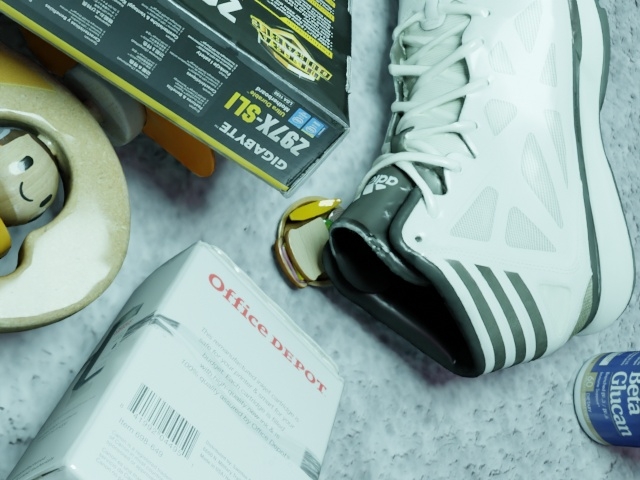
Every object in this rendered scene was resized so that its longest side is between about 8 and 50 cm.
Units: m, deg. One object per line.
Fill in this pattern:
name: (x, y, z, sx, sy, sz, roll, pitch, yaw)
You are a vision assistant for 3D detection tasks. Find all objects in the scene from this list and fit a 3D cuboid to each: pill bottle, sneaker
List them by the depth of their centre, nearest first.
sneaker: (0.109, -0.102, 0.697, 0.258, 0.169, 0.447, -19, 94, -41)
pill bottle: (0.332, 0.149, 0.801, 0.094, 0.169, 0.094, 6, 78, -30)

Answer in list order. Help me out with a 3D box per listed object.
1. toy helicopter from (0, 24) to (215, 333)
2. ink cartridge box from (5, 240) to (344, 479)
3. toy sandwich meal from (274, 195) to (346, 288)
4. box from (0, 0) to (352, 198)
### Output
toy helicopter: (-0.218, -0.117, 0.547, 0.235, 0.140, 0.354, -16, 82, -29)
ink cartridge box: (-0.082, 0.125, 0.552, 0.158, 0.092, 0.218, 47, 33, -16)
toy sandwich meal: (0.000, 0.000, 0.711, 0.086, 0.029, 0.085, 6, 79, -30)
box: (-0.120, -0.206, 0.578, 0.322, 0.079, 0.257, 32, 36, -23)
